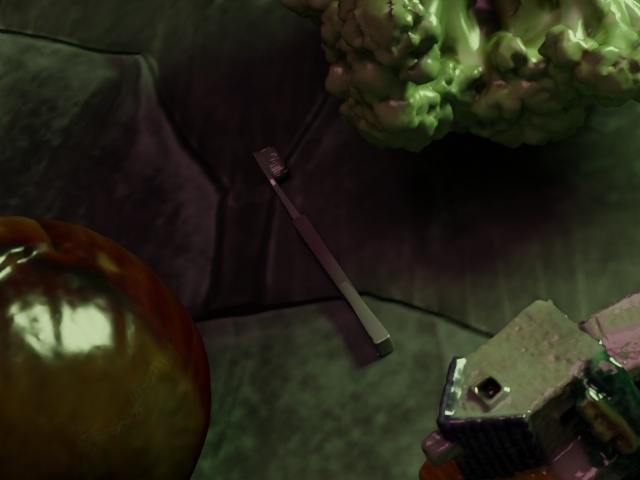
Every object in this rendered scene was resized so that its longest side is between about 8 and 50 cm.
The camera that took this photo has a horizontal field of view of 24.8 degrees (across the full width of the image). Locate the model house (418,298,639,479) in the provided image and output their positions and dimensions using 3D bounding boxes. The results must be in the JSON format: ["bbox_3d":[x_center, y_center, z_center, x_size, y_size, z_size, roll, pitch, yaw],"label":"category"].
[{"bbox_3d":[0.103,0.101,0.709,0.100,0.101,0.088,-35,49,-8],"label":"model house"}]

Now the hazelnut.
[{"bbox_3d":[-0.174,0.084,0.775,0.229,0.229,0.229,-11,48,12],"label":"hazelnut"}]

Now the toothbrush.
[{"bbox_3d":[-0.002,0.001,0.894,0.017,0.014,0.194,-28,47,-4],"label":"toothbrush"}]

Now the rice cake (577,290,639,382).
[{"bbox_3d":[0.234,0.032,0.761,0.206,0.036,0.047,-16,52,7],"label":"rice cake"}]

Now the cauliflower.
[{"bbox_3d":[0.071,-0.177,0.849,0.327,0.281,0.260,19,88,37],"label":"cauliflower"}]
